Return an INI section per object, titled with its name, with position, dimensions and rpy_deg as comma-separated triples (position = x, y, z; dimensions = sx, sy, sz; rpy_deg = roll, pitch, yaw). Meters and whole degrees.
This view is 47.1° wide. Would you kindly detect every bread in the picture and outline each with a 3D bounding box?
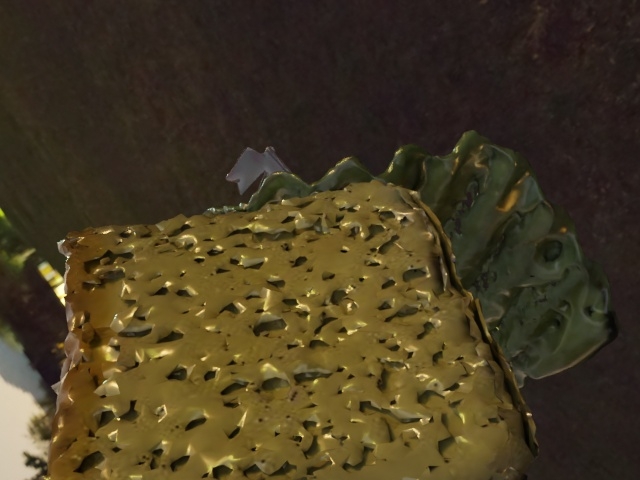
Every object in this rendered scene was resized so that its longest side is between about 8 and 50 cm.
[bread]
position = -0.026, 0.148, 0.450
dimensions = 0.279, 0.248, 0.315
rpy_deg = -108, 6, -60

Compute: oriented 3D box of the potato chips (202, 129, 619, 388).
[potato chips]
position = 0.058, 0.047, 0.720
dimensions = 0.373, 0.097, 0.389
rpy_deg = 33, 139, -23

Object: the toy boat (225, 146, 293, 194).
[toy boat]
position = -0.004, 0.029, 0.948
dimensions = 0.318, 0.219, 0.072
rpy_deg = 26, -179, 2
